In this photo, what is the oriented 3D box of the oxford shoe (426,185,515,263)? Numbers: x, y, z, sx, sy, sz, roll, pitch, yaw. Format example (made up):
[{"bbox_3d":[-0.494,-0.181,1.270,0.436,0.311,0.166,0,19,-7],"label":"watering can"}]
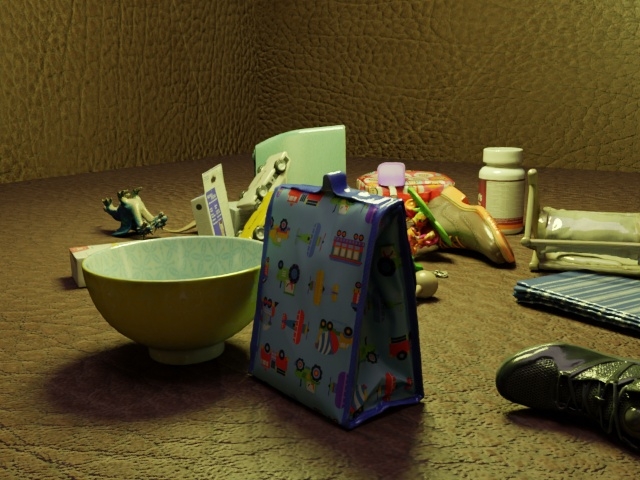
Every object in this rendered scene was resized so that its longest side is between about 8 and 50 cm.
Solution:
[{"bbox_3d":[0.341,-0.012,1.730,0.133,0.130,0.363,-34,22,0],"label":"oxford shoe"}]

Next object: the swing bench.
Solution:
[{"bbox_3d":[0.554,-0.016,1.478,0.253,0.165,0.254,3,-20,24],"label":"swing bench"}]

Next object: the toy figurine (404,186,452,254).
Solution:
[{"bbox_3d":[0.190,-0.010,1.677,0.159,0.173,0.130,-35,-31,2],"label":"toy figurine"}]

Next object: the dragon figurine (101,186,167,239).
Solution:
[{"bbox_3d":[-0.530,-0.058,2.004,0.289,0.144,0.085,-16,0,44],"label":"dragon figurine"}]

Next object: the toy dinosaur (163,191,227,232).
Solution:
[{"bbox_3d":[-0.331,-0.052,2.009,0.212,0.064,0.112,-34,28,-2],"label":"toy dinosaur"}]

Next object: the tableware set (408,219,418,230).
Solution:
[{"bbox_3d":[0.302,-0.049,2.007,0.128,0.039,0.194,-9,3,24],"label":"tableware set"}]

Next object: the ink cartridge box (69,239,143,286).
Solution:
[{"bbox_3d":[-0.428,0.045,1.568,0.198,0.067,0.115,-7,13,-25],"label":"ink cartridge box"}]

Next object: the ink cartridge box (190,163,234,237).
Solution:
[{"bbox_3d":[-0.256,-0.068,1.739,0.045,0.208,0.206,-8,11,6],"label":"ink cartridge box"}]

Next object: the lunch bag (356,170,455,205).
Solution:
[{"bbox_3d":[0.266,-0.147,2.259,0.293,0.120,0.258,-2,13,-6],"label":"lunch bag"}]

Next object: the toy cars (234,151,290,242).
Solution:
[{"bbox_3d":[-0.132,-0.086,1.855,0.176,0.087,0.393,-37,26,20],"label":"toy cars"}]

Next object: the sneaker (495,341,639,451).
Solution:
[{"bbox_3d":[0.320,0.178,0.846,0.228,0.087,0.130,7,8,13],"label":"sneaker"}]

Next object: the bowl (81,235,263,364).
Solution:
[{"bbox_3d":[-0.206,0.096,1.108,0.290,0.155,0.289,-1,13,0],"label":"bowl"}]

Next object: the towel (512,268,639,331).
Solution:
[{"bbox_3d":[0.538,0.111,1.276,0.243,0.040,0.336,-7,15,-36],"label":"towel"}]

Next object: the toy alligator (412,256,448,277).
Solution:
[{"bbox_3d":[0.172,0.051,1.520,0.190,0.051,0.056,-1,13,1],"label":"toy alligator"}]

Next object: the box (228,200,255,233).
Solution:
[{"bbox_3d":[-0.209,-0.067,2.048,0.126,0.072,0.137,-6,14,-29],"label":"box"}]

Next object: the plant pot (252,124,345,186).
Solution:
[{"bbox_3d":[-0.069,-0.196,2.110,0.253,0.247,0.247,-1,1,-8],"label":"plant pot"}]

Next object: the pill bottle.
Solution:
[{"bbox_3d":[0.482,-0.133,1.940,0.121,0.221,0.121,-1,12,0],"label":"pill bottle"}]

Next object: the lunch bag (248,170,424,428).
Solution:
[{"bbox_3d":[0.012,0.056,0.947,0.138,0.293,0.221,-11,16,-37],"label":"lunch bag"}]

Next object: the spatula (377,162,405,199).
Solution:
[{"bbox_3d":[0.208,-0.134,2.095,0.084,0.030,0.296,2,38,1],"label":"spatula"}]

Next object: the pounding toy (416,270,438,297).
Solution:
[{"bbox_3d":[0.087,0.054,1.380,0.237,0.110,0.183,8,16,39],"label":"pounding toy"}]
